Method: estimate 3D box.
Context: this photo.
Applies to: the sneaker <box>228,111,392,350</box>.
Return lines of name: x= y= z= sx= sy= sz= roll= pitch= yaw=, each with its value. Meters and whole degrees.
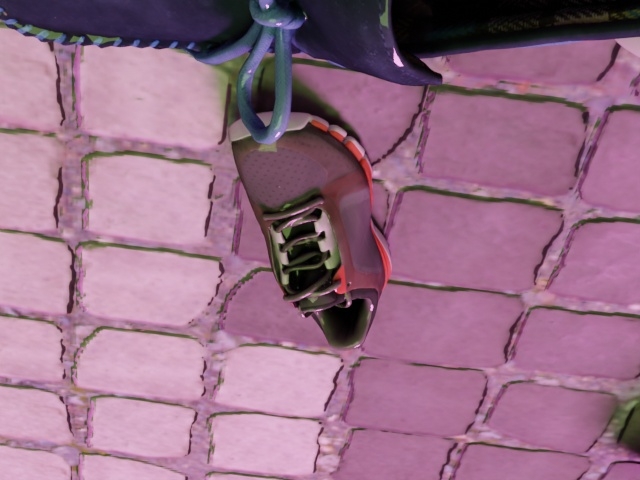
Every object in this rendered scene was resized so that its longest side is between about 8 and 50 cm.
sneaker: x=0.000 y=0.000 z=0.745 sx=0.061 sy=0.065 sz=0.158 roll=-9 pitch=142 yaw=19

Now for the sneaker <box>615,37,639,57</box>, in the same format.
sneaker: x=0.218 y=-0.072 z=0.600 sx=0.229 sy=0.087 sz=0.092 roll=9 pitch=146 yaw=-1

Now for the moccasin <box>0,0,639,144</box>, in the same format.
moccasin: x=0.024 y=-0.117 z=0.535 sx=0.342 sy=0.116 sz=0.137 roll=-8 pitch=142 yaw=19

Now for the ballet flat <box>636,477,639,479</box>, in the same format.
ballet flat: x=0.336 y=0.296 z=0.913 sx=0.409 sy=0.147 sz=0.147 roll=47 pitch=134 yaw=-5
